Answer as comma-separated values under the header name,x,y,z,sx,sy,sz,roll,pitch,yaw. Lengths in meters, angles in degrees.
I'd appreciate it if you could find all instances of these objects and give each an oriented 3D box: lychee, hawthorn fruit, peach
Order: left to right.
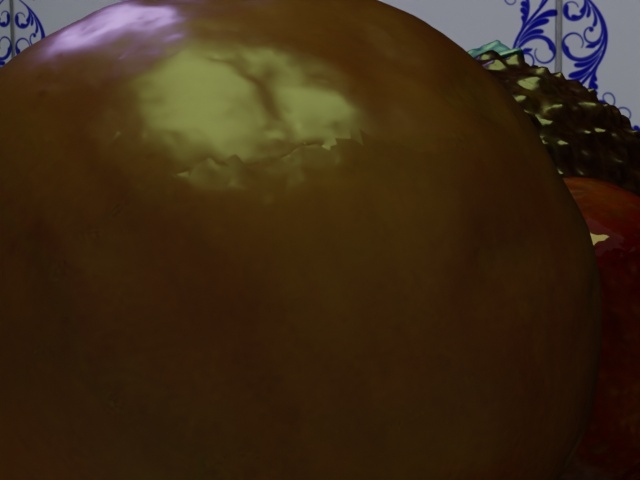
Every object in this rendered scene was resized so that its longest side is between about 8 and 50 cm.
name,x,y,z,sx,sy,sz,roll,pitch,yaw
peach,-0.031,0.044,0.760,0.343,0.301,0.343,-26,-20,-10
lychee,0.132,-0.007,1.219,0.304,0.275,0.276,22,13,10
hawthorn fruit,0.159,0.059,0.947,0.205,0.205,0.253,-7,-4,-38

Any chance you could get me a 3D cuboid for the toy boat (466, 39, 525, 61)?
name,x,y,z,sx,sy,sz,roll,pitch,yaw
toy boat,0.087,-0.087,1.372,0.238,0.109,0.098,-26,53,-6
